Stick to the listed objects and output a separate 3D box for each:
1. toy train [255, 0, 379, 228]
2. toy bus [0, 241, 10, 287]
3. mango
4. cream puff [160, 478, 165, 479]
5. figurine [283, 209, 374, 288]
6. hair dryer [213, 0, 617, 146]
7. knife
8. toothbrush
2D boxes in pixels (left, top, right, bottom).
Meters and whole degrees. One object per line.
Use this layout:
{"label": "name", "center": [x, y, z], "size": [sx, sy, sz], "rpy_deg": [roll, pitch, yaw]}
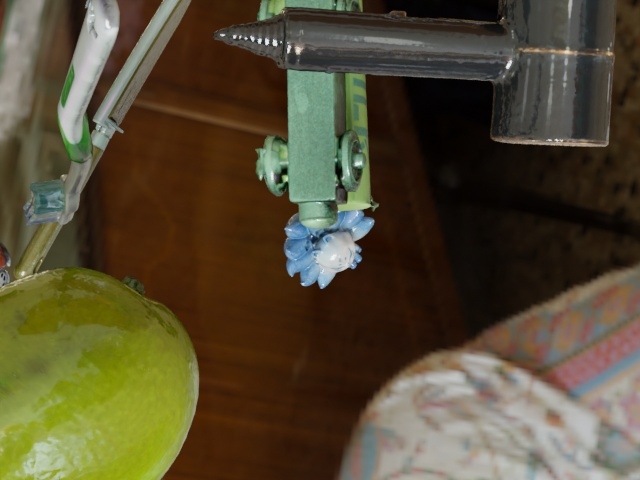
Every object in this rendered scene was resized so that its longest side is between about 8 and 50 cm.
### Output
{"label": "toy train", "center": [0.006, -0.134, 1.645], "size": [0.157, 0.105, 0.253], "rpy_deg": [15, -108, -73]}
{"label": "toy bus", "center": [-0.337, 0.075, 1.541], "size": [0.077, 0.079, 0.174], "rpy_deg": [29, -106, -74]}
{"label": "mango", "center": [-0.208, 0.125, 1.172], "size": [0.149, 0.273, 0.185], "rpy_deg": [42, 147, 45]}
{"label": "cream puff", "center": [-0.223, 0.294, 1.865], "size": [0.103, 0.144, 0.126], "rpy_deg": [-6, 56, 60]}
{"label": "figurine", "center": [0.000, 0.000, 1.906], "size": [0.079, 0.114, 0.114], "rpy_deg": [58, 135, 35]}
{"label": "hair dryer", "center": [0.085, -0.184, 1.470], "size": [0.107, 0.352, 0.189], "rpy_deg": [-168, 81, -77]}
{"label": "knife", "center": [-0.190, -0.112, 1.572], "size": [0.343, 0.027, 0.061], "rpy_deg": [-61, -6, -4]}
{"label": "toothbrush", "center": [-0.172, -0.082, 1.228], "size": [0.418, 0.040, 0.042], "rpy_deg": [132, 129, -67]}
